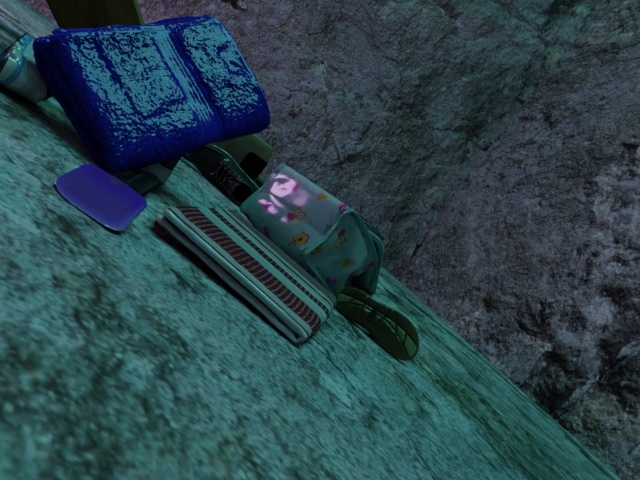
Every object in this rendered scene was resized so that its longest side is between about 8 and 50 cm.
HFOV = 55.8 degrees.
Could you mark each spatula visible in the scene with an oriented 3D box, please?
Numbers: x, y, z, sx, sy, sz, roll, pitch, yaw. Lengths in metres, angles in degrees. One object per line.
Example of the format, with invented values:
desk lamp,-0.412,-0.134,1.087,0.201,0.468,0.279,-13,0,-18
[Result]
spatula,-0.235,-0.063,0.728,0.084,0.030,0.296,35,5,-9

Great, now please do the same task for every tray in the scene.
tray,-0.571,-0.591,1.536,0.411,0.203,0.076,95,-17,-66

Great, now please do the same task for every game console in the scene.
game console,-0.216,-0.195,1.723,0.071,0.122,0.107,37,4,-20

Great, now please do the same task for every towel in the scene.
towel,-0.086,0.040,0.853,0.237,0.037,0.329,40,6,5
towel,-0.232,-0.237,0.902,0.308,0.076,0.227,-29,82,-42

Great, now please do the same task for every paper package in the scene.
paper package,-0.351,-0.330,1.769,0.309,0.168,0.325,39,5,34

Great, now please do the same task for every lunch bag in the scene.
lunch bag,0.000,0.000,1.216,0.223,0.160,0.262,37,-9,39

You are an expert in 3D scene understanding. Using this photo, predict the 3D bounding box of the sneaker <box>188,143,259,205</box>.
sneaker,-0.238,-0.168,1.510,0.222,0.083,0.118,38,4,-10

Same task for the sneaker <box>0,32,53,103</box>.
sneaker,-0.431,-0.244,0.888,0.083,0.071,0.190,43,9,-34

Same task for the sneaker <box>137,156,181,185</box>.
sneaker,-0.310,-0.226,1.037,0.282,0.153,0.099,40,4,30

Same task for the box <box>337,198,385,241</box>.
box,0.064,-0.008,1.751,0.143,0.165,0.270,38,4,-9

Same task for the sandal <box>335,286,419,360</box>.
sandal,0.106,0.152,1.114,0.180,0.072,0.049,35,-18,15

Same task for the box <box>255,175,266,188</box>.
box,-0.210,-0.179,2.066,0.216,0.060,0.270,39,4,26
